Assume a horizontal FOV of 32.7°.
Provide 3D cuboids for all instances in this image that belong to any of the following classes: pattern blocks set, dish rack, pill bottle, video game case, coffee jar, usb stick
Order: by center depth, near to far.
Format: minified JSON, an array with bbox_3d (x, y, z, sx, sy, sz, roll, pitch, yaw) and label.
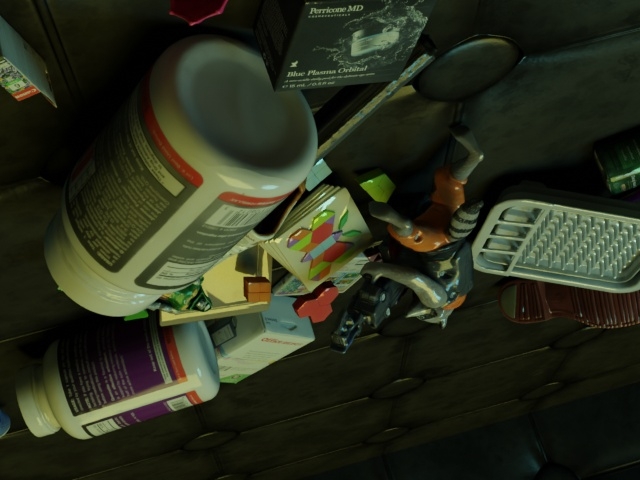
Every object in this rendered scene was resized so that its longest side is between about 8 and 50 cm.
[{"bbox_3d":[-0.183,-0.062,1.306,0.210,0.210,0.363,3,150,-39],"label":"pill bottle"},{"bbox_3d":[0.030,-0.156,1.341,0.278,0.077,0.045,-41,112,13],"label":"usb stick"},{"bbox_3d":[0.000,0.000,1.671,0.285,0.026,0.325,-46,144,9],"label":"pattern blocks set"},{"bbox_3d":[0.549,-0.145,1.796,0.184,0.079,0.096,-23,156,11],"label":"coffee jar"},{"bbox_3d":[-0.347,0.229,1.875,0.323,0.181,0.181,-17,157,1],"label":"pill bottle"},{"bbox_3d":[0.441,-0.010,1.915,0.333,0.072,0.285,10,153,-2],"label":"dish rack"},{"bbox_3d":[0.013,0.058,1.951,0.157,0.019,0.143,-1,152,-35],"label":"video game case"}]

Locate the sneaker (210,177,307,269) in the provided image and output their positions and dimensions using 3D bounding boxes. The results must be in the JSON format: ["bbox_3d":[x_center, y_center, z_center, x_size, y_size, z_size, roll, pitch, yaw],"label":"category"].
[{"bbox_3d":[-0.134,-0.022,1.475,0.106,0.123,0.290,38,112,-27],"label":"sneaker"}]

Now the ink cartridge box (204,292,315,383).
[{"bbox_3d":[-0.141,0.182,2.026,0.212,0.093,0.154,-29,155,29],"label":"ink cartridge box"}]

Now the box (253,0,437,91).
[{"bbox_3d":[0.025,-0.247,1.186,0.156,0.093,0.158,-9,154,-20],"label":"box"}]

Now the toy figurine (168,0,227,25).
[{"bbox_3d":[-0.137,-0.268,1.029,0.173,0.130,0.159,10,161,-8],"label":"toy figurine"}]

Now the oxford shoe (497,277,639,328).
[{"bbox_3d":[0.543,0.103,2.230,0.348,0.123,0.130,1,-167,36],"label":"oxford shoe"}]

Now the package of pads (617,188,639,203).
[{"bbox_3d":[0.660,-0.027,2.112,0.229,0.101,0.296,-30,155,29],"label":"package of pads"}]

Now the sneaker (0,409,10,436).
[{"bbox_3d":[-0.624,0.322,2.016,0.081,0.080,0.211,-17,158,8],"label":"sneaker"}]

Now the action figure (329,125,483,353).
[{"bbox_3d":[0.155,0.037,1.656,0.341,0.179,0.330,-55,153,-27],"label":"action figure"}]

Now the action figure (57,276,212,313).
[{"bbox_3d":[-0.250,0.058,1.606,0.232,0.063,0.137,25,109,-39],"label":"action figure"}]

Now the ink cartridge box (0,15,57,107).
[{"bbox_3d":[-0.316,-0.182,1.128,0.029,0.062,0.115,-21,157,6],"label":"ink cartridge box"}]

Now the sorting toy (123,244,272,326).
[{"bbox_3d":[-0.163,0.040,1.699,0.348,0.047,0.196,-7,127,-19],"label":"sorting toy"}]
